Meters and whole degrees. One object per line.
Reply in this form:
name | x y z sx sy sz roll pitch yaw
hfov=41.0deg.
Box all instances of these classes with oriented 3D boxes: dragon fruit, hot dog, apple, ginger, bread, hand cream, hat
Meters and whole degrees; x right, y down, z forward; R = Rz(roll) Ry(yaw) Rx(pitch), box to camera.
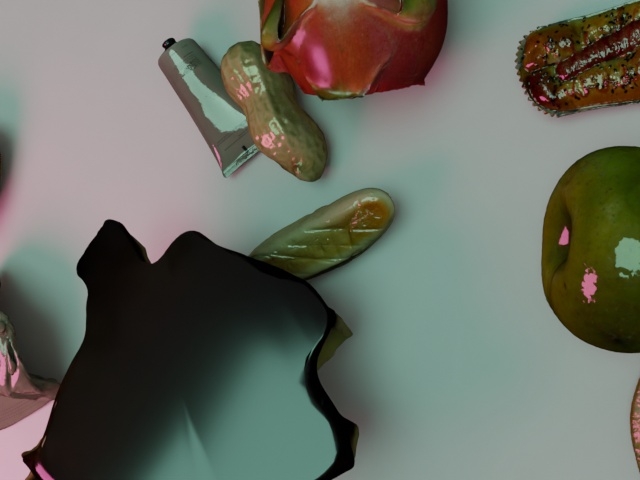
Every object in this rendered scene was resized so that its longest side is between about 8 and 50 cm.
dragon fruit | 0.029 -0.257 0.900 0.224 0.224 0.227 -4 94 24
hot dog | 0.295 -0.186 0.864 0.191 0.059 0.108 -12 81 26
apple | 0.293 0.010 0.797 0.157 0.196 0.196 4 92 4
ginger | -0.145 0.166 1.008 0.414 0.211 0.358 -2 76 15
bread | -0.001 0.001 0.996 0.214 0.053 0.073 -29 107 26
hand cream | -0.138 -0.176 1.061 0.087 0.054 0.186 -38 82 13
hat | -0.478 0.170 1.163 0.245 0.149 0.214 -37 82 9

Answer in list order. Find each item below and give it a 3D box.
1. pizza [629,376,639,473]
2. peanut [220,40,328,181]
pizza | 0.420 0.161 0.821 0.262 0.034 0.181 -35 77 21
peanut | -0.052 -0.150 1.002 0.082 0.082 0.187 -33 78 21
